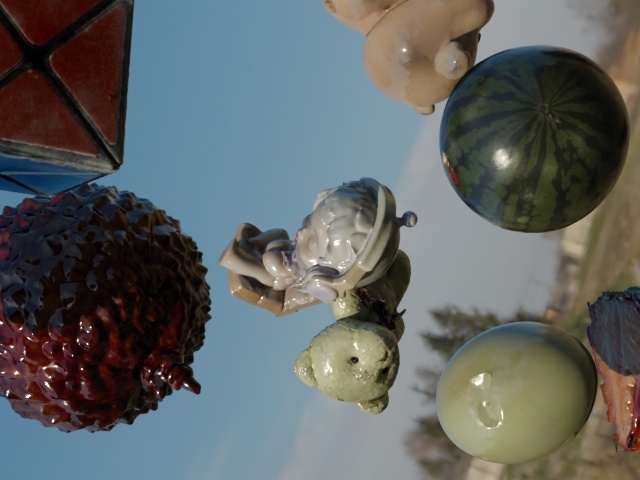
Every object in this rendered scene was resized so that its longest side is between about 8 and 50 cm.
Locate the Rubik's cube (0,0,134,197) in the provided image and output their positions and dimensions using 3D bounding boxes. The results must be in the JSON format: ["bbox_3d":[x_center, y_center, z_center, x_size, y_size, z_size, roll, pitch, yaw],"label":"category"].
[{"bbox_3d":[-0.404,-0.209,1.694,0.260,0.259,0.254,-12,71,56],"label":"Rubik's cube"}]

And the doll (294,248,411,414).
[{"bbox_3d":[0.080,0.111,2.010,0.149,0.175,0.278,-28,39,56],"label":"doll"}]

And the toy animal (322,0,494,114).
[{"bbox_3d":[0.114,-0.308,1.801,0.210,0.221,0.229,143,145,-79],"label":"toy animal"}]

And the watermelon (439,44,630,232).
[{"bbox_3d":[0.230,-0.110,1.447,0.212,0.212,0.212,18,-90,-79],"label":"watermelon"}]

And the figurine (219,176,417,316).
[{"bbox_3d":[0.003,0.002,1.593,0.141,0.237,0.162,38,-134,-33],"label":"figurine"}]

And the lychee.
[{"bbox_3d":[-0.373,0.118,2.206,0.424,0.500,0.424,-30,-47,-38],"label":"lychee"}]

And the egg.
[{"bbox_3d":[0.307,0.241,2.105,0.269,0.219,0.219,-34,15,36],"label":"egg"}]

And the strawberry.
[{"bbox_3d":[0.573,0.201,2.262,0.253,0.150,0.280,115,148,-67],"label":"strawberry"}]
